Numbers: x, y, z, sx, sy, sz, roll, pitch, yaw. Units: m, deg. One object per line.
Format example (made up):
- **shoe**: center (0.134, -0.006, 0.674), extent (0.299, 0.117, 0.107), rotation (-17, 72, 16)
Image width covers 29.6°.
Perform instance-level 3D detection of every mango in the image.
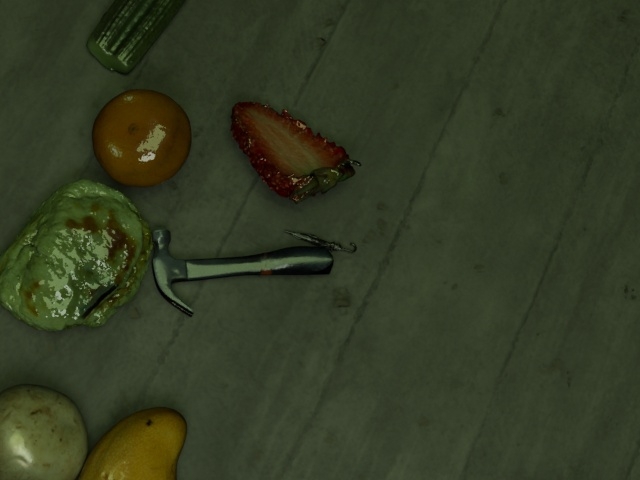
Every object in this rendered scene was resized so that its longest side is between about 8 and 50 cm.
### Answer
- **mango**: center (-0.275, 0.362, 1.743), extent (0.157, 0.109, 0.262), rotation (30, 61, -23)

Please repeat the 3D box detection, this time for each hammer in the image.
- **hammer**: center (-0.118, 0.046, 1.904), extent (0.289, 0.037, 0.137), rotation (-3, 75, -12)

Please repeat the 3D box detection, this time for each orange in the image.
- **orange**: center (-0.277, -0.157, 1.884), extent (0.156, 0.124, 0.156), rotation (-1, 77, 6)

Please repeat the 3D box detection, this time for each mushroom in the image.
- **mushroom**: center (-0.413, 0.286, 1.732), extent (0.166, 0.127, 0.166), rotation (24, 57, -41)

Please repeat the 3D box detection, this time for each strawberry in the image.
- **strawberry**: center (-0.052, -0.139, 1.956), extent (0.167, 0.087, 0.208), rotation (-16, 52, -35)

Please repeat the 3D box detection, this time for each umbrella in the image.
- **umbrella**: center (0.000, 0.003, 1.953), extent (0.122, 0.013, 0.022), rotation (12, 61, -7)

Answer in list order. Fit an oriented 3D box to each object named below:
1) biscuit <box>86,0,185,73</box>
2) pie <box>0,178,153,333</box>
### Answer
- **biscuit**: center (-0.271, -0.416, 2.000), extent (0.099, 0.038, 0.322), rotation (34, 71, -4)
- **pie**: center (-0.367, 0.029, 1.830), extent (0.201, 0.090, 0.248), rotation (36, 75, -2)
